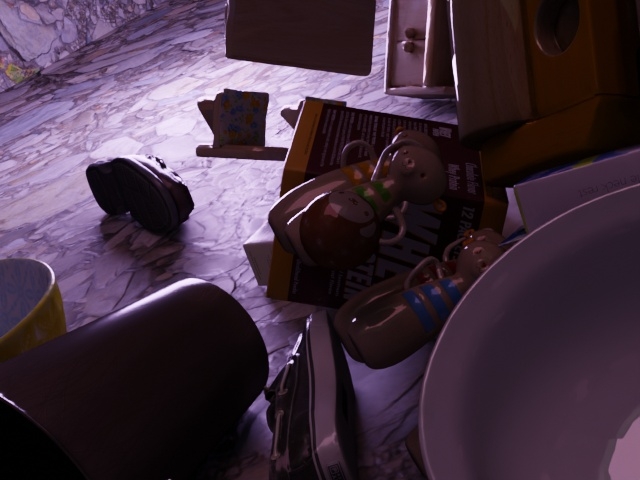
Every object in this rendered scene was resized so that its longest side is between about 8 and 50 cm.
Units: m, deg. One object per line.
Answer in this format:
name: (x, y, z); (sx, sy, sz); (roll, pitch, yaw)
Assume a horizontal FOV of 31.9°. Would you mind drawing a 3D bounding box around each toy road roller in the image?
toy road roller: (0.278, -0.166, 0.891); (0.241, 0.202, 0.329); (1, -10, -30)

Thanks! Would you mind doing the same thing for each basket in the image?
basket: (-0.160, 0.137, 0.929); (0.204, 0.154, 0.227); (28, 40, 26)

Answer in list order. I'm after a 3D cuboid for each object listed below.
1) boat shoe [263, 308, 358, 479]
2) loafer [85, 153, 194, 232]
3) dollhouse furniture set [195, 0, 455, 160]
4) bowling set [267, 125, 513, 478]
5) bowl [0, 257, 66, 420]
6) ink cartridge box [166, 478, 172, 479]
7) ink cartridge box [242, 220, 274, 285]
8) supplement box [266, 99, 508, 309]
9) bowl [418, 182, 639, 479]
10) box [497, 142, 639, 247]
boat shoe: (-0.013, 0.128, 0.914); (0.070, 0.077, 0.219); (-16, 24, 8)
loafer: (-0.240, -0.083, 1.571); (0.095, 0.109, 0.302); (-26, 20, -25)
dollhouse furniture set: (0.069, -0.274, 1.437); (0.394, 0.362, 0.256); (1, 4, -38)
bowling set: (0.075, 0.014, 0.803); (0.154, 0.287, 0.200); (-30, -21, -6)
bowl: (-0.354, 0.153, 1.047); (0.290, 0.156, 0.289); (-18, 22, 7)
ink cartridge box: (-0.119, 0.225, 0.692); (0.090, 0.143, 0.092); (-17, 23, 9)
ink cartridge box: (0.000, 0.000, 1.226); (0.135, 0.056, 0.099); (-5, 27, 33)
supplement box: (0.063, -0.028, 1.048); (0.194, 0.129, 0.191); (9, 25, 1)
bowl: (0.216, 0.109, 0.639); (0.298, 0.134, 0.297); (-18, 39, 16)
box: (0.210, -0.042, 0.768); (0.178, 0.042, 0.109); (-15, 2, 20)
